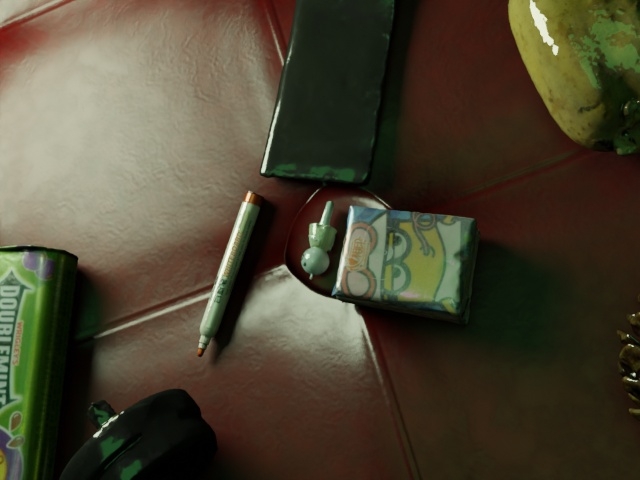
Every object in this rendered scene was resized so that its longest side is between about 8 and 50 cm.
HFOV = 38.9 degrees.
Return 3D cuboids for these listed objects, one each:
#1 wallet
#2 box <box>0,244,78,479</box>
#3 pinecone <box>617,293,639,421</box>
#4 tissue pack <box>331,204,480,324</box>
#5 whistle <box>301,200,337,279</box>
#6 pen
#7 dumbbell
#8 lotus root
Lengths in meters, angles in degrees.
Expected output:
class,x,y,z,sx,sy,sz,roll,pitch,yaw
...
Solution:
class,x,y,z,sx,sy,sz,roll,pitch,yaw
wallet,0.015,-0.209,1.164,0.146,0.030,0.285,5,76,21
box,-0.392,0.178,1.146,0.134,0.097,0.345,0,76,17
pinecone,0.388,0.113,0.895,0.179,0.184,0.204,-2,50,25
tissue pack,0.101,0.027,1.057,0.155,0.065,0.115,8,77,18
whistle,0.000,0.000,1.111,0.035,0.035,0.100,10,77,19
pen,-0.117,0.041,1.139,0.026,0.026,0.218,15,81,20
dumbbell,-0.134,0.321,0.988,0.185,0.185,0.388,-46,69,1
lotus root,0.308,-0.230,1.023,0.160,0.146,0.284,-15,68,-7
